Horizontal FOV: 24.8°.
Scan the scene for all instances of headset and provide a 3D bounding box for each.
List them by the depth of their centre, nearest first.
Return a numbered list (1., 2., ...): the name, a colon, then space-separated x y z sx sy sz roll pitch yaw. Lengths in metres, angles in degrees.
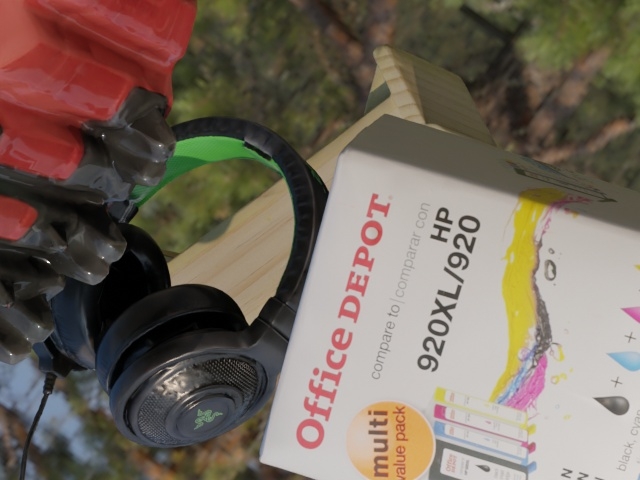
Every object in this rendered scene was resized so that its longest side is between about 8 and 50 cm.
1. headset: -0.137 0.087 1.188 0.243 0.394 0.185 33 172 38

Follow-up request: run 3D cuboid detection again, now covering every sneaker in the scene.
1. sneaker: -0.093 -0.075 0.393 0.135 0.276 0.097 34 -176 27

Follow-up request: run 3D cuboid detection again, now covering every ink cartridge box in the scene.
1. ink cartridge box: 0.107 0.051 0.767 0.232 0.171 0.168 17 -169 6

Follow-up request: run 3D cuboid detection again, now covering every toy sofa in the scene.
1. toy sofa: 0.000 0.000 1.340 0.150 0.362 0.177 13 -134 -56
